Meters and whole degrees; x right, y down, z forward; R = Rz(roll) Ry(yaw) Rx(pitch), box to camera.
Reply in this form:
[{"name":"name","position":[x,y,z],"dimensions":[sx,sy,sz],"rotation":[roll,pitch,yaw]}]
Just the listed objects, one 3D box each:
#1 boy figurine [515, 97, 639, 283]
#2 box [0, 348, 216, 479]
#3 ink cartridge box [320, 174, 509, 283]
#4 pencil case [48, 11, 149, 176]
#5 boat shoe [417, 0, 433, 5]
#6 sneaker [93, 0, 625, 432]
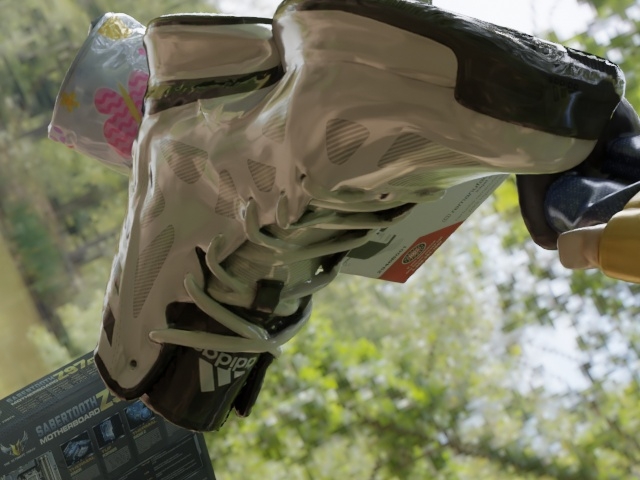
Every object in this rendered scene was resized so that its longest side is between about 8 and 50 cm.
[{"name":"boy figurine","position":[0.210,-0.024,0.793],"dimensions":[0.285,0.177,0.092],"rotation":[13,-56,67]},{"name":"box","position":[-0.224,0.212,1.453],"dimensions":[0.059,0.233,0.183],"rotation":[21,-48,49]},{"name":"ink cartridge box","position":[0.050,-0.073,1.438],"dimensions":[0.114,0.197,0.273],"rotation":[52,19,26]},{"name":"pencil case","position":[-0.084,-0.083,1.234],"dimensions":[0.273,0.124,0.113],"rotation":[25,-1,-3]},{"name":"boat shoe","position":[0.065,-0.271,1.620],"dimensions":[0.079,0.095,0.254],"rotation":[30,-33,26]},{"name":"sneaker","position":[0.001,0.000,0.878],"dimensions":[0.447,0.169,0.257],"rotation":[9,-93,63]}]
